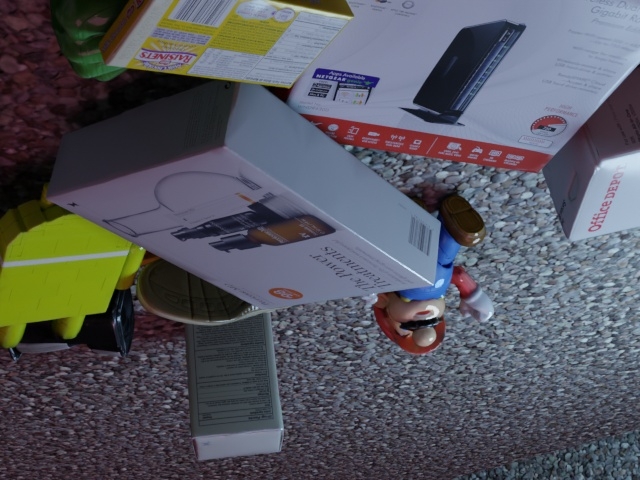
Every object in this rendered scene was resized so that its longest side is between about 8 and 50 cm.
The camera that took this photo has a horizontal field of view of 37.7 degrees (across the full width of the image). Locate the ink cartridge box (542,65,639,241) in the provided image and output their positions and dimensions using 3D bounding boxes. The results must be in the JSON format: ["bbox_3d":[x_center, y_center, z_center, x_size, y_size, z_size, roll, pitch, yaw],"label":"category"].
[{"bbox_3d":[0.440,-0.122,1.160,0.289,0.121,0.211,-12,152,-3],"label":"ink cartridge box"}]

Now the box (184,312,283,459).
[{"bbox_3d":[-0.148,0.236,1.580,0.149,0.232,0.127,-4,151,-7],"label":"box"}]

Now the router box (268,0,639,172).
[{"bbox_3d":[0.144,-0.203,0.969,0.335,0.082,0.301,7,149,-16],"label":"router box"}]

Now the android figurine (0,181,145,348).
[{"bbox_3d":[-0.339,0.030,1.199,0.248,0.056,0.273,-7,139,-35],"label":"android figurine"}]

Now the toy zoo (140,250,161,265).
[{"bbox_3d":[-0.238,-0.028,1.278,0.293,0.030,0.192,-15,151,14],"label":"toy zoo"}]

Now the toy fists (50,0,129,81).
[{"bbox_3d":[-0.179,-0.245,0.767,0.096,0.142,0.279,-1,152,-14],"label":"toy fists"}]

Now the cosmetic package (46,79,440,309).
[{"bbox_3d":[-0.079,-0.034,1.103,0.284,0.097,0.377,-9,151,39],"label":"cosmetic package"}]

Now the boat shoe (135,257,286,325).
[{"bbox_3d":[-0.152,0.076,1.387,0.302,0.109,0.098,-3,165,-45],"label":"boat shoe"}]

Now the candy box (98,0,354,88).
[{"bbox_3d":[-0.075,-0.180,0.803,0.206,0.027,0.105,-2,152,-45],"label":"candy box"}]

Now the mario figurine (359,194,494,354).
[{"bbox_3d":[0.164,0.082,1.432,0.198,0.170,0.320,24,146,13],"label":"mario figurine"}]

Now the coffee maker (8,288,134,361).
[{"bbox_3d":[-0.373,0.103,1.373,0.178,0.120,0.171,-2,154,2],"label":"coffee maker"}]
